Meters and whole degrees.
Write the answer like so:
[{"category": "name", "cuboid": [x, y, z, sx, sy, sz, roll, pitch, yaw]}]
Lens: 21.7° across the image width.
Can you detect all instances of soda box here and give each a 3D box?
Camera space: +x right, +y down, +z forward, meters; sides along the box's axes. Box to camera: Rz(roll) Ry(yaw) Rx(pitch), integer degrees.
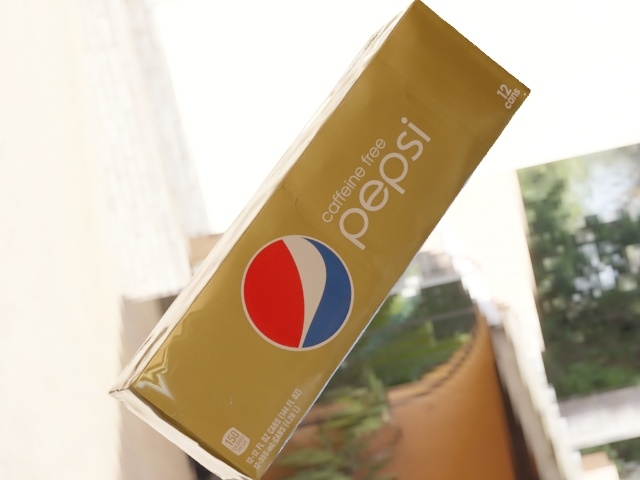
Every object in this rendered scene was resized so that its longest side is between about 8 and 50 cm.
[{"category": "soda box", "cuboid": [0.000, 0.000, 0.619, 0.058, 0.181, 0.061, 37, -15, -8]}]
